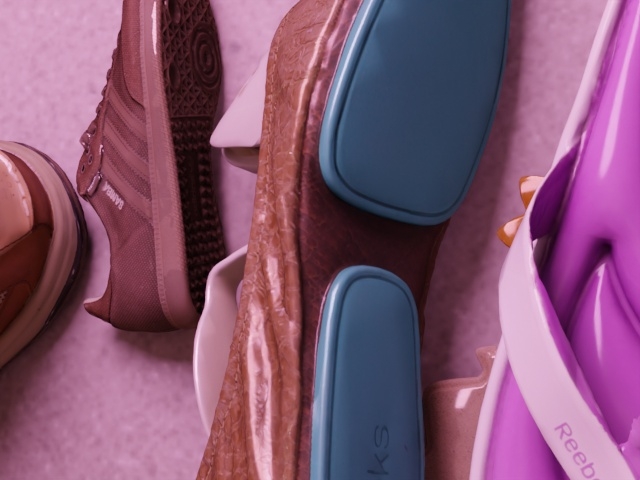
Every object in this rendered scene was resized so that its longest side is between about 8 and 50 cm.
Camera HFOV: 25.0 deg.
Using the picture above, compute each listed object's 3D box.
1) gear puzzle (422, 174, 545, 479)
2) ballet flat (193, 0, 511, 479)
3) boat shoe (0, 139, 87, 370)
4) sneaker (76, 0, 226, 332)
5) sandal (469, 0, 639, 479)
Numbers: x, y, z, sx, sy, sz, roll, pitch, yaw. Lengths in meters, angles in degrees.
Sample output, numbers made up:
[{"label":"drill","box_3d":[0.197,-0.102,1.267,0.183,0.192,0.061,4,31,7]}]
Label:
[{"label":"gear puzzle","box_3d":[0.127,0.126,0.639,0.175,0.044,0.339,-9,80,18]},{"label":"ballet flat","box_3d":[0.000,0.000,0.652,0.124,0.116,0.342,0,78,44]},{"label":"boat shoe","box_3d":[-0.249,0.081,0.715,0.122,0.120,0.324,35,96,17]},{"label":"sneaker","box_3d":[-0.091,-0.049,0.705,0.071,0.066,0.188,-6,83,22]},{"label":"sandal","box_3d":[0.140,0.035,0.566,0.169,0.102,0.416,4,85,20]}]
